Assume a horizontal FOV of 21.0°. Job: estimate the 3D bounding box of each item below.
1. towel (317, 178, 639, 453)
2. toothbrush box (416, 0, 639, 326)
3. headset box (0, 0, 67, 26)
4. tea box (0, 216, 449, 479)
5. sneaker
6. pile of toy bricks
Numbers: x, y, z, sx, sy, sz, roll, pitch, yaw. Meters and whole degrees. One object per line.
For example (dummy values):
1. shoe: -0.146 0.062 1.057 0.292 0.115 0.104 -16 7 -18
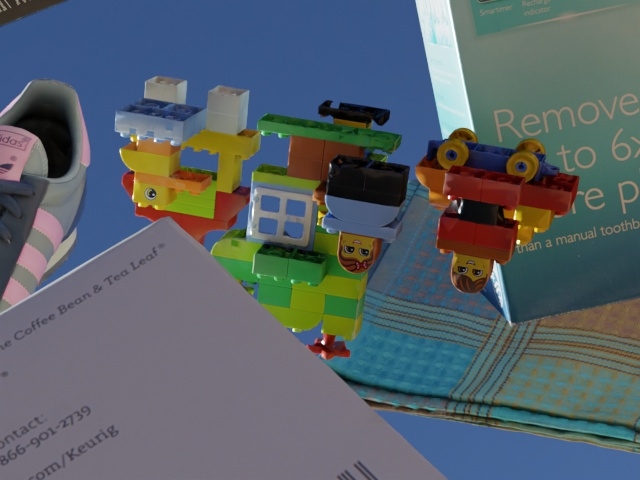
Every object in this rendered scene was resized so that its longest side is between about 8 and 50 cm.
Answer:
1. towel: 0.201 0.056 1.418 0.271 0.370 0.040 -60 -32 -41
2. toothbrush box: 0.162 -0.129 0.880 0.216 0.126 0.295 -11 -82 -3
3. headset box: -0.187 -0.225 0.897 0.283 0.246 0.131 -17 -49 19
4. tea box: -0.104 0.232 0.608 0.329 0.220 0.323 -32 -40 -21
5. sneaker: -0.231 -0.003 1.135 0.319 0.112 0.131 -77 2 -60
6. pile of toy bricks: 0.000 0.000 0.770 0.118 0.212 0.105 -46 -36 -68
